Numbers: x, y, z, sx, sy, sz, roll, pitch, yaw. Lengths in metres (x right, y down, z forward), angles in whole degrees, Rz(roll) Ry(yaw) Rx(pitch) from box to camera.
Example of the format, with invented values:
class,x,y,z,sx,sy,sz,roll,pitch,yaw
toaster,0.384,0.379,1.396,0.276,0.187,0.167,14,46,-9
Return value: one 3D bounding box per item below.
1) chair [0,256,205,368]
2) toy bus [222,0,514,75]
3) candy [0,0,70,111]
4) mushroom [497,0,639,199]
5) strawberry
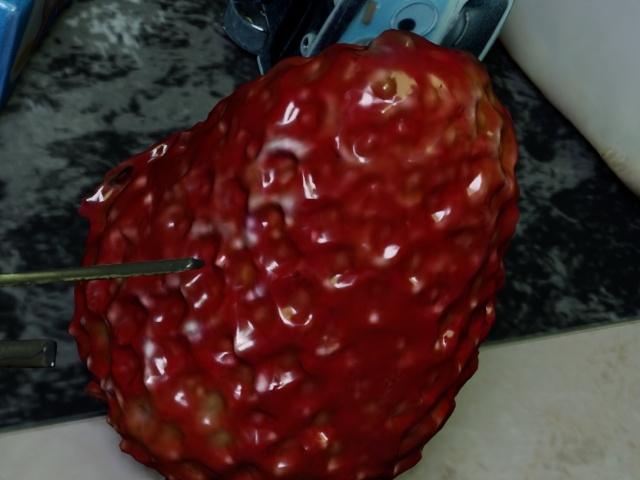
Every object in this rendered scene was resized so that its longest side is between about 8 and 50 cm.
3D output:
class,x,y,z,sx,sy,sz,roll,pitch,yaw
chair,-0.214,0.068,0.576,0.325,0.170,0.160,1,13,17
toy bus,0.025,-0.200,0.934,0.164,0.133,0.271,8,47,-27
candy,-0.284,-0.199,0.801,0.305,0.100,0.157,26,45,-6
mushroom,0.320,-0.184,1.042,0.397,0.224,0.314,-7,41,-40
strawberry,0.000,0.000,0.670,0.205,0.244,0.205,15,45,-15
